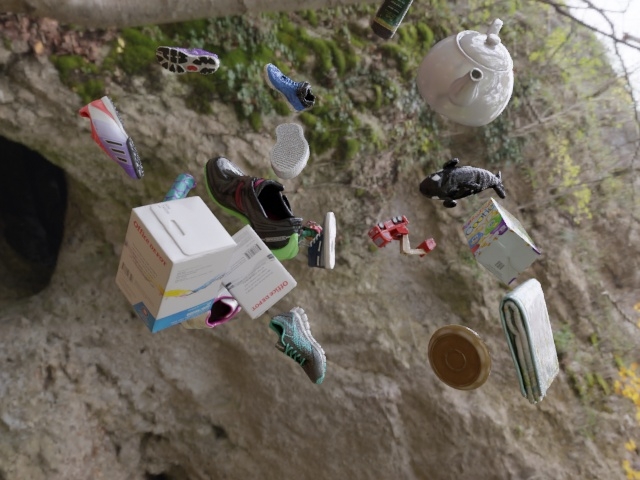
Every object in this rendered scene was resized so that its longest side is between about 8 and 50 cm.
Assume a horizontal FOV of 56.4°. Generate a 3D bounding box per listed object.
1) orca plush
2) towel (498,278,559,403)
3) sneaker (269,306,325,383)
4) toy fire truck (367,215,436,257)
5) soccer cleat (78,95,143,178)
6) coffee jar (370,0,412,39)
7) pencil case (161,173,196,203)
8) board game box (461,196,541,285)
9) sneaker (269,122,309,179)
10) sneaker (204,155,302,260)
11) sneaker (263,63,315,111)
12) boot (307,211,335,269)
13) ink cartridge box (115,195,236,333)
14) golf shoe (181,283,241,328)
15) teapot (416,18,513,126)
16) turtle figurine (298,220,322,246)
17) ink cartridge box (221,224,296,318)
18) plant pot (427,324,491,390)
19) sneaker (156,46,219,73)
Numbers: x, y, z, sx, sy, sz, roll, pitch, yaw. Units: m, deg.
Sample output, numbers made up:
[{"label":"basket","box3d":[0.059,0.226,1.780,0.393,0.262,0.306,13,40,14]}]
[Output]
[{"label":"orca plush","box3d":[0.443,-0.152,1.778,0.102,0.287,0.151,45,-58,61]},{"label":"towel","box3d":[0.737,0.344,2.097,0.320,0.090,0.374,-14,92,-59]},{"label":"sneaker","box3d":[-0.047,0.202,1.124,0.166,0.076,0.065,59,-38,37]},{"label":"toy fire truck","box3d":[0.237,-0.001,1.731,0.135,0.192,0.047,58,-45,13]},{"label":"soccer cleat","box3d":[-0.685,-0.324,1.968,0.318,0.116,0.108,61,-13,12]},{"label":"coffee jar","box3d":[0.221,-0.699,1.795,0.184,0.079,0.096,-59,-170,23]},{"label":"pencil case","box3d":[-0.462,-0.151,1.949,0.064,0.070,0.152,-53,-164,47]},{"label":"board game box","box3d":[0.567,-0.004,1.899,0.142,0.144,0.275,-48,-168,20]},{"label":"sneaker","box3d":[-0.099,-0.279,2.088,0.366,0.135,0.150,-87,172,-57]},{"label":"sneaker","box3d":[-0.209,-0.143,1.978,0.483,0.185,0.202,44,-55,27]},{"label":"sneaker","box3d":[-0.072,-0.392,1.504,0.152,0.084,0.058,50,49,-35]},{"label":"boot","box3d":[0.000,0.000,1.980,0.069,0.086,0.190,-2,94,-69]},{"label":"ink cartridge box","box3d":[-0.326,0.050,1.332,0.171,0.168,0.233,48,-48,23]},{"label":"golf shoe","box3d":[-0.258,0.175,1.744,0.140,0.306,0.115,5,-61,47]},{"label":"teapot","box3d":[0.370,-0.416,1.439,0.256,0.252,0.187,66,-35,30]},{"label":"turtle figurine","box3d":[-0.039,-0.009,2.088,0.234,0.175,0.118,24,-98,56]},{"label":"ink cartridge box","box3d":[-0.182,0.086,1.552,0.203,0.148,0.086,51,-13,2]},{"label":"plant pot","box3d":[0.468,0.406,2.047,0.236,0.032,0.236,9,-75,36]},{"label":"sneaker","box3d":[-0.365,-0.500,1.645,0.071,0.170,0.068,-98,-160,-50]}]
